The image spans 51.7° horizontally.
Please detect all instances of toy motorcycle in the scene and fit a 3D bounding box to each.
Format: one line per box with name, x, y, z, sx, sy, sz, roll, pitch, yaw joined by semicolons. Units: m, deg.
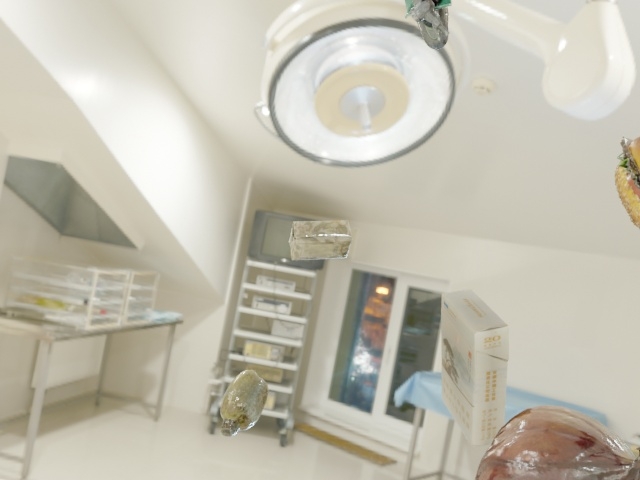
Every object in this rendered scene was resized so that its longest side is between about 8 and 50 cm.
toy motorcycle;0.108;-0.294;0.724;0.058;0.173;0.100;-11;19;19

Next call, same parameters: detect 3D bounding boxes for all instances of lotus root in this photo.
lotus root;-0.195;0.412;1.658;0.088;0.113;0.192;-25;20;33

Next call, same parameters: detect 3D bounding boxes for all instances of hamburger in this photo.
hamburger;0.450;-0.056;0.849;0.137;0.166;0.087;10;-43;-15

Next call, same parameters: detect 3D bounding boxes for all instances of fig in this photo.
fig;0.315;0.291;0.787;0.204;0.186;0.249;-14;-10;-42

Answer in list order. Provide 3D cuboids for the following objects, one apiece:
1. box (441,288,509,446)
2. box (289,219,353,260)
box;0.267;0.221;1.163;0.067;0.233;0.149;-9;23;-11
box;0.000;0.000;1.066;0.098;0.045;0.062;0;-37;-13
